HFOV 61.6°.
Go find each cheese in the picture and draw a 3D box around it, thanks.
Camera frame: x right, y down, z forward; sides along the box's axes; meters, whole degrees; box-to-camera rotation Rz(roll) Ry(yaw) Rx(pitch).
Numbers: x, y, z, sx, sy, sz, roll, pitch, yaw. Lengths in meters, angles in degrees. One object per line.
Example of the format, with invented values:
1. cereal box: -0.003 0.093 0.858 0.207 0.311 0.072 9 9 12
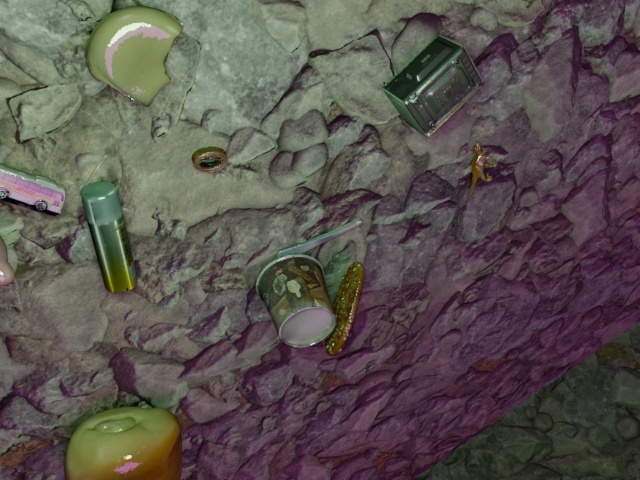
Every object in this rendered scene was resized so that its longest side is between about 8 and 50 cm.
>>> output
1. cheese: -0.364 -0.379 1.078 0.202 0.091 0.175 -45 134 9

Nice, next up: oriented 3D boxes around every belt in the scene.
1. belt: -0.268 -0.195 1.305 0.084 0.036 0.059 -10 129 -19

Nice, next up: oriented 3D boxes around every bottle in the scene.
1. bottle: -0.505 -0.003 1.291 0.082 0.082 0.285 -12 129 -20

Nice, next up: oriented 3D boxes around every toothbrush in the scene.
1. toothbrush: -0.513 -0.156 1.221 0.006 0.008 0.097 33 106 -26

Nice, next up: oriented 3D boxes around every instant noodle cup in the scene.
1. instant noodle cup: -0.064 0.184 1.569 0.218 0.207 0.217 -11 131 -13

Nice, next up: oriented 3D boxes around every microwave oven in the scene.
1. microwave oven: 0.295 -0.397 1.390 0.205 0.129 0.163 -44 133 7

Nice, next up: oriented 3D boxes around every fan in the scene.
1. fan: 0.000 0.000 1.606 0.282 0.023 0.057 -23 130 -9

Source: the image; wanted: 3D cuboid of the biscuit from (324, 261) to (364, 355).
1. biscuit: 0.067 0.205 1.628 0.038 0.305 0.305 18 117 -6

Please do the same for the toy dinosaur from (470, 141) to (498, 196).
1. toy dinosaur: 0.489 -0.222 1.692 0.126 0.039 0.162 26 114 -28

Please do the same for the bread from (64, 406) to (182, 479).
1. bread: -0.600 0.699 1.660 0.349 0.253 0.375 -3 124 -22

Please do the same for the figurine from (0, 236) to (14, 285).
1. figurine: -0.755 0.041 1.135 0.174 0.173 0.173 -14 129 -18

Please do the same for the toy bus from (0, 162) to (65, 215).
1. toy bus: -0.640 -0.113 1.155 0.172 0.057 0.072 21 103 -38
